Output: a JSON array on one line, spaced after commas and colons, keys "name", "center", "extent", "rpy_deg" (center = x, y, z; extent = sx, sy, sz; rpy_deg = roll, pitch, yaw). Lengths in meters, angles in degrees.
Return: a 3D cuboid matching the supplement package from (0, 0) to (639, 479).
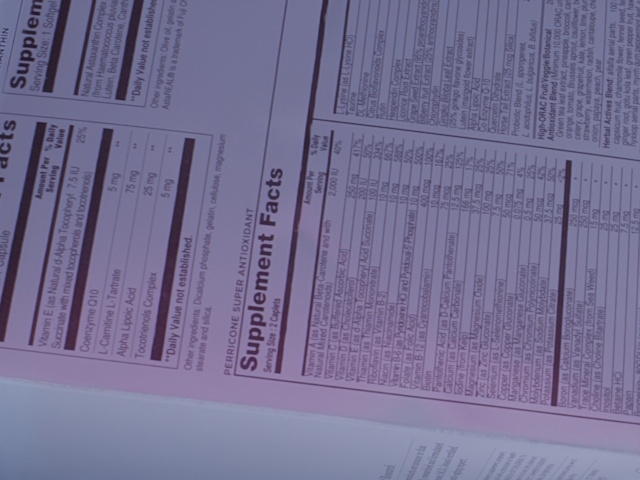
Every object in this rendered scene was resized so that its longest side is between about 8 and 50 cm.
[{"name": "supplement package", "center": [0.000, 0.000, 0.596], "extent": [0.263, 0.199, 0.198], "rpy_deg": [7, 69, 0]}]
